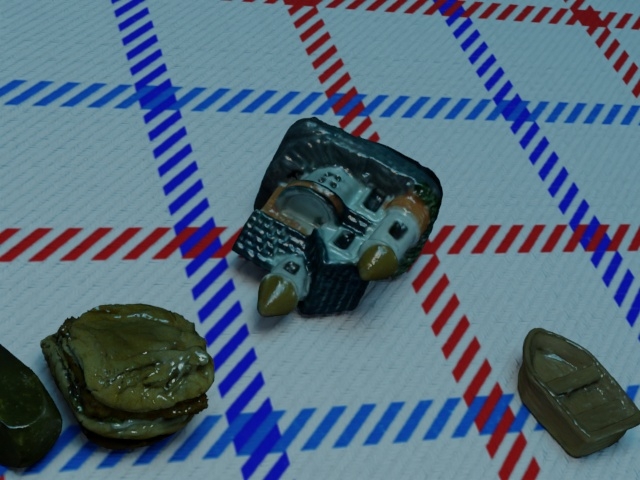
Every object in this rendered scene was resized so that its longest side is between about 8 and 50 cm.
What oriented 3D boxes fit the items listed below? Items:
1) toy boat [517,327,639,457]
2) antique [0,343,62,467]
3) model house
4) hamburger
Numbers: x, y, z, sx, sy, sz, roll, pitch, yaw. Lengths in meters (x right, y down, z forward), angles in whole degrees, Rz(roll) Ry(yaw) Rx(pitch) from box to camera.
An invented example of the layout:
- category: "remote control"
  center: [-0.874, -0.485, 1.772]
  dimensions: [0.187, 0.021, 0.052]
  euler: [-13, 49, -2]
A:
- category: "toy boat"
  center: [0.335, 0.204, 1.550]
  dimensions: [0.116, 0.061, 0.188]
  euler: [-13, 50, -31]
- category: "antique"
  center: [-0.388, 0.166, 1.295]
  dimensions: [0.221, 0.081, 0.080]
  euler: [35, 45, 16]
- category: "model house"
  center: [0.000, 0.000, 1.563]
  dimensions: [0.253, 0.184, 0.291]
  euler: [30, 46, 5]
- category: "hamburger"
  center: [-0.228, 0.159, 1.351]
  dimensions: [0.183, 0.129, 0.206]
  euler: [-3, 27, -26]
